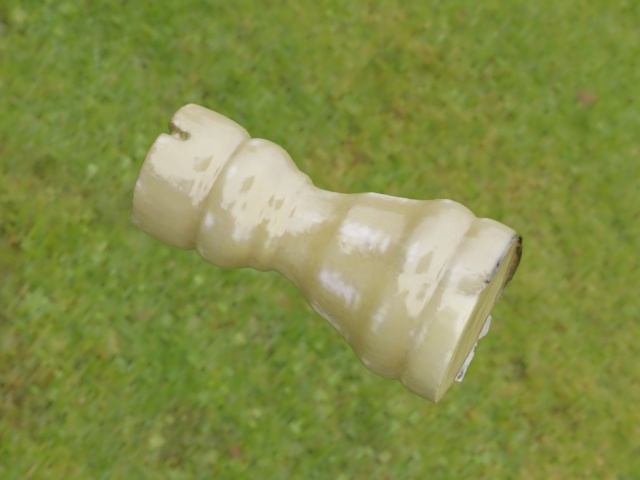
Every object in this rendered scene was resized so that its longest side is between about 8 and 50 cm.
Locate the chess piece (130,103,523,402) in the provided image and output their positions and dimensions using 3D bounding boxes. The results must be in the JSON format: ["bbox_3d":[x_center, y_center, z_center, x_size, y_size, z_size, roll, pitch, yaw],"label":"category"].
[{"bbox_3d":[0.000,0.000,0.579,0.122,0.066,0.066,26,35,13],"label":"chess piece"}]
